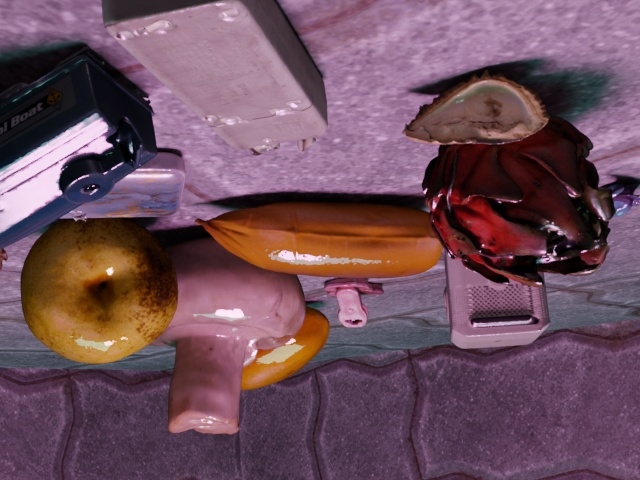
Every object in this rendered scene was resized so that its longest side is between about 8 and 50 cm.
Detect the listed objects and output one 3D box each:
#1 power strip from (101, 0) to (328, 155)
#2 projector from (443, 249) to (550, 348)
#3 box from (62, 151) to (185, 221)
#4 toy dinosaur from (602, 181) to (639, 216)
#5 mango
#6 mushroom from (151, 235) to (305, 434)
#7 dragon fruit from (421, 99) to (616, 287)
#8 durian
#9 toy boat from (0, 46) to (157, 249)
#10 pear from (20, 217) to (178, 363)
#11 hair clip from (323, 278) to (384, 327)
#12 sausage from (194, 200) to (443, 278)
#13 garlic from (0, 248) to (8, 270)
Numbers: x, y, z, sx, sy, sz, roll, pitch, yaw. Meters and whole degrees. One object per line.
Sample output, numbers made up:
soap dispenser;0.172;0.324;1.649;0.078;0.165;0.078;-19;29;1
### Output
power strip;-0.058;-0.124;0.593;0.093;0.053;0.288;-8;166;12
projector;0.286;0.083;1.302;0.163;0.177;0.242;-4;165;9
box;-0.291;-0.057;0.832;0.285;0.044;0.142;-1;162;-13
toy dinosaur;0.396;-0.053;1.055;0.080;0.045;0.197;-24;167;22
mango;-0.128;0.251;1.876;0.350;0.201;0.199;-23;-172;33
mushroom;-0.158;0.146;1.186;0.292;0.290;0.292;-2;162;0
dragon fruit;0.188;-0.044;0.751;0.188;0.182;0.182;-6;169;44
durian;0.137;-0.110;0.689;0.130;0.066;0.052;0;169;24
toy boat;-0.280;-0.053;0.644;0.296;0.122;0.114;-26;159;9
pear;-0.285;0.062;1.009;0.197;0.197;0.197;-4;167;-1
hair clip;0.064;0.102;1.635;0.123;0.102;0.138;-9;133;13
sausage;0.001;-0.003;1.025;0.328;0.112;0.112;3;165;-18
garlic;-0.567;0.097;1.053;0.291;0.210;0.237;-9;175;-19
